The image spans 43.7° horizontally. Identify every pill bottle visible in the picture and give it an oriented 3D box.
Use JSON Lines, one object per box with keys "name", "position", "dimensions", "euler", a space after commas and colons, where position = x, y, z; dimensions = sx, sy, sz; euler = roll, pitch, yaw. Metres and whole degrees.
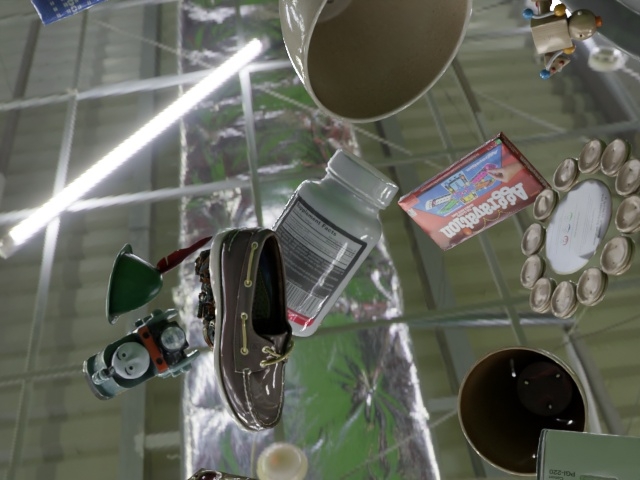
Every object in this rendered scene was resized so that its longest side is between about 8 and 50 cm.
{"name": "pill bottle", "position": [0.000, 0.000, 1.444], "dimensions": [0.176, 0.176, 0.318], "euler": [43, -76, 37]}

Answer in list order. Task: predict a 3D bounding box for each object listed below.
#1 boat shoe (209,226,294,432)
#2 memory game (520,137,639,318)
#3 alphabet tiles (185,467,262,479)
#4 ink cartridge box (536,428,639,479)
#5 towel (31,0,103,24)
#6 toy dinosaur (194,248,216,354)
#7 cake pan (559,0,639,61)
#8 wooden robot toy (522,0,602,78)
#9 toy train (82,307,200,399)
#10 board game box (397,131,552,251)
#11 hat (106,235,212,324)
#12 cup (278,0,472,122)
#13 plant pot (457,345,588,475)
{"name": "boat shoe", "position": [-0.096, 0.140, 1.231], "dimensions": [0.096, 0.324, 0.116], "euler": [-4, -178, 39]}
{"name": "memory game", "position": [0.251, -0.013, 0.774], "dimensions": [0.012, 0.186, 0.186], "euler": [20, -137, -16]}
{"name": "alphabet tiles", "position": [-0.112, 0.285, 0.726], "dimensions": [0.198, 0.009, 0.237], "euler": [0, -163, 35]}
{"name": "ink cartridge box", "position": [0.394, 0.348, 1.116], "dimensions": [0.158, 0.218, 0.092], "euler": [0, -122, 22]}
{"name": "towel", "position": [-0.206, -0.389, 0.879], "dimensions": [0.336, 0.040, 0.243], "euler": [-30, -101, -21]}
{"name": "toy dinosaur", "position": [-0.171, 0.169, 1.638], "dimensions": [0.218, 0.322, 0.164], "euler": [-19, -168, 47]}
{"name": "cake pan", "position": [0.404, -0.291, 0.944], "dimensions": [0.293, 0.293, 0.054], "euler": [33, -91, 32]}
{"name": "wooden robot toy", "position": [0.288, -0.263, 0.936], "dimensions": [0.079, 0.173, 0.076], "euler": [-3, -129, 28]}
{"name": "toy train", "position": [-0.375, 0.243, 1.639], "dimensions": [0.190, 0.334, 0.142], "euler": [-28, -90, -27]}
{"name": "board game box", "position": [0.291, -0.086, 1.543], "dimensions": [0.145, 0.281, 0.027], "euler": [44, -132, -11]}
{"name": "hat", "position": [-0.345, 0.102, 1.714], "dimensions": [0.183, 0.208, 0.173], "euler": [11, -133, -2]}
{"name": "cup", "position": [0.058, -0.406, 1.376], "dimensions": [0.331, 0.331, 0.237], "euler": [-25, -128, -18]}
{"name": "plant pot", "position": [0.418, 0.312, 1.572], "dimensions": [0.237, 0.237, 0.254], "euler": [21, -172, 24]}
